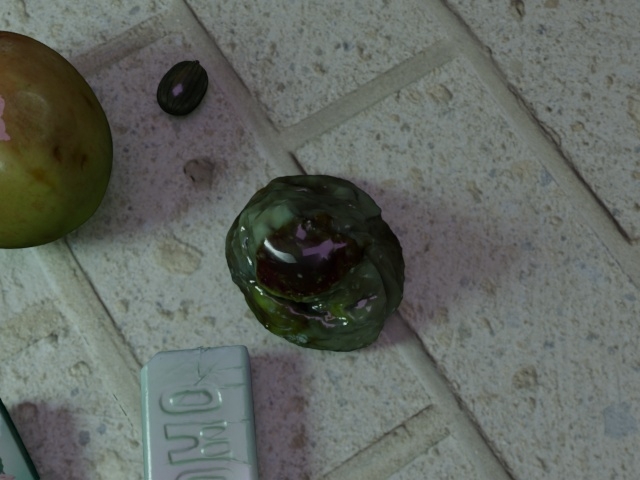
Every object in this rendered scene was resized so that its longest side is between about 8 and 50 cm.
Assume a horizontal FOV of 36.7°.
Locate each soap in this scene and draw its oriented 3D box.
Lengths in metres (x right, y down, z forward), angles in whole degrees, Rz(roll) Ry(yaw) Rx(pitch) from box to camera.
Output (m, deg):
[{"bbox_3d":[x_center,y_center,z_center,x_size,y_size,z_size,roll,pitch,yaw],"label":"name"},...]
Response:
[{"bbox_3d":[-0.184,0.315,1.483,0.172,0.095,0.289,-4,72,-4],"label":"soap"}]

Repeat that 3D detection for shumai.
[{"bbox_3d":[0.000,0.000,1.514,0.309,0.263,0.304,19,73,3],"label":"shumai"}]

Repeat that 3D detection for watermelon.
[{"bbox_3d":[-0.240,-0.268,1.687,0.078,0.078,0.111,31,71,7],"label":"watermelon"}]

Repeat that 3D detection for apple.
[{"bbox_3d":[-0.485,-0.152,1.507,0.305,0.338,0.338,39,69,-32],"label":"apple"}]

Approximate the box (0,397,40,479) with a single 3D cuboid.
[{"bbox_3d":[-0.559,0.352,1.425,0.245,0.092,0.153,-27,91,-16],"label":"box"}]
